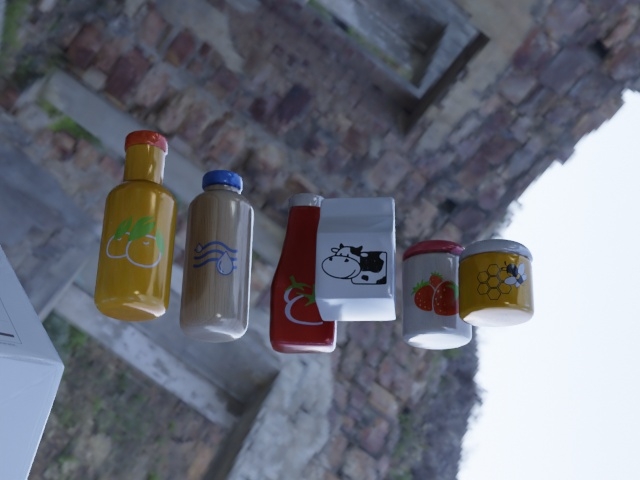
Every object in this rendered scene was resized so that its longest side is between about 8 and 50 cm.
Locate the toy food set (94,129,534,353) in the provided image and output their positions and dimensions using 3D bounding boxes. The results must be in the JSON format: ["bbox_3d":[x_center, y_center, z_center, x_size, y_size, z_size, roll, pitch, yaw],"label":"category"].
[{"bbox_3d":[0.000,0.000,0.580,0.111,0.232,0.105,72,18,-68],"label":"toy food set"}]

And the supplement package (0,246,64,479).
[{"bbox_3d":[-0.225,0.049,0.459,0.244,0.139,0.134,39,-69,55],"label":"supplement package"}]
